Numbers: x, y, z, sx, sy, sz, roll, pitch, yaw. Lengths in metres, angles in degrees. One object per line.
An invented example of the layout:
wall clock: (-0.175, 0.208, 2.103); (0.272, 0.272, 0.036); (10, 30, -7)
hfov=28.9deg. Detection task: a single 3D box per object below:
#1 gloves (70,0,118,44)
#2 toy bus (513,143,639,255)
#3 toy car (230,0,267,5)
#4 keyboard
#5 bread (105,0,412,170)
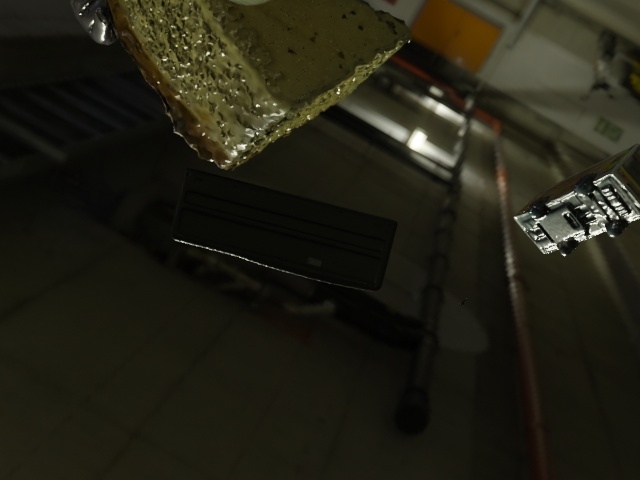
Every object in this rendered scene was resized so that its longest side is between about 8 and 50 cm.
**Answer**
gloves: (-0.329, -0.373, 1.975); (0.142, 0.119, 0.285); (38, -174, -12)
toy bus: (0.380, -0.054, 1.754); (0.092, 0.106, 0.268); (49, 155, -4)
toy car: (-0.055, -0.351, 1.281); (0.145, 0.235, 0.235); (11, -158, -46)
keyboard: (0.004, -0.001, 1.526); (0.381, 0.103, 0.041); (16, -172, 13)
bread: (-0.083, -0.282, 1.570); (0.279, 0.248, 0.315); (-25, -93, -30)
